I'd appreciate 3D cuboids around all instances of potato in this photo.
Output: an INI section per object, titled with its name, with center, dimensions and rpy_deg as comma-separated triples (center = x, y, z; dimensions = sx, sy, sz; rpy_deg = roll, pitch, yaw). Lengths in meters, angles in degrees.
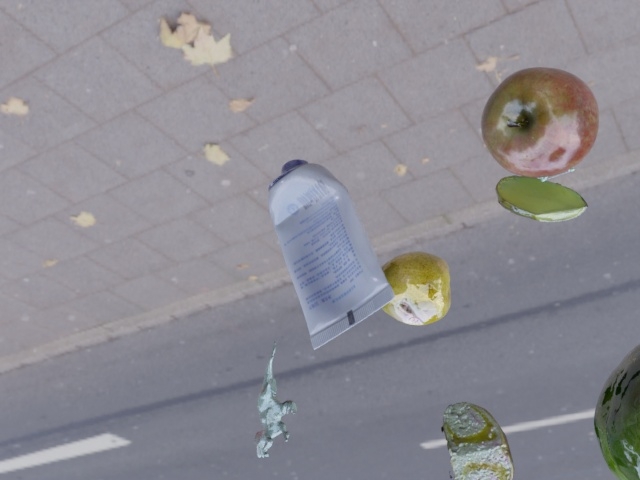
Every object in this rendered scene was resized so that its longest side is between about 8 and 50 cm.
[potato]
center = 0.472, -0.082, 1.582
dimensions = 0.198, 0.119, 0.054
rpy_deg = 2, 138, -8

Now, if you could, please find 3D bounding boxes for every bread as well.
[bread]
center = 0.400, 0.528, 1.810
dimensions = 0.158, 0.260, 0.156
rpy_deg = -15, 177, 17

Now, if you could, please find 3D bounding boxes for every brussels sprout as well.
[brussels sprout]
center = 0.577, 0.279, 1.056
dimensions = 0.281, 0.355, 0.289
rpy_deg = 38, 89, -28

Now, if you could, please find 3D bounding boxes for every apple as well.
[apple]
center = 0.374, -0.199, 1.236
dimensions = 0.188, 0.188, 0.174
rpy_deg = -29, 168, 36

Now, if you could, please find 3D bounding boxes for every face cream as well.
[face cream]
center = 0.000, 0.000, 1.605
dimensions = 0.235, 0.420, 0.137
rpy_deg = -36, 150, 28

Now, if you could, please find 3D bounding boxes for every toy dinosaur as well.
[toy dinosaur]
center = -0.112, 0.347, 1.589
dimensions = 0.053, 0.242, 0.167
rpy_deg = -1, 165, -31

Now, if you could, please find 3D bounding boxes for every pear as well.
[pear]
center = 0.205, 0.105, 1.615
dimensions = 0.178, 0.178, 0.178
rpy_deg = -1, 147, -1

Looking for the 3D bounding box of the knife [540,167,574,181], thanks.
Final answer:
[knife]
center = 0.437, -0.185, 1.368
dimensions = 0.078, 0.022, 0.166
rpy_deg = -23, 130, -4
